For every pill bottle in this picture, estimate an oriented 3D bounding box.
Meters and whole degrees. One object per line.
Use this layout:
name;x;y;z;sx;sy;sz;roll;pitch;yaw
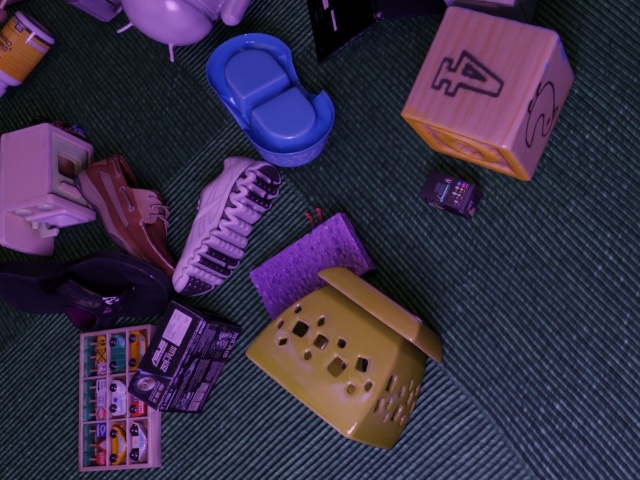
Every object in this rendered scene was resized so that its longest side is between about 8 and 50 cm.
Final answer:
pill bottle;-0.687;-0.412;1.893;0.184;0.103;0.103;-48;64;7

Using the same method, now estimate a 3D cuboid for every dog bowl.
dog bowl;-0.092;-0.257;1.581;0.166;0.074;0.297;-31;65;-12

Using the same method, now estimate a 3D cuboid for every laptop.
laptop;0.107;-0.483;1.606;0.264;0.137;0.234;-28;65;44

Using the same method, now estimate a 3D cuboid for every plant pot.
plant pot;0.057;0.180;1.357;0.228;0.227;0.207;35;87;27

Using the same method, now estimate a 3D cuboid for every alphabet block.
alphabet block;0.274;-0.235;1.374;0.193;0.192;0.197;23;88;29

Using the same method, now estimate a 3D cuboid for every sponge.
sponge;-0.017;0.055;1.501;0.210;0.031;0.117;-34;77;20

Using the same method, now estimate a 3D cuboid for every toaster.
toaster;-0.501;-0.577;1.825;0.129;0.146;0.227;-41;66;9

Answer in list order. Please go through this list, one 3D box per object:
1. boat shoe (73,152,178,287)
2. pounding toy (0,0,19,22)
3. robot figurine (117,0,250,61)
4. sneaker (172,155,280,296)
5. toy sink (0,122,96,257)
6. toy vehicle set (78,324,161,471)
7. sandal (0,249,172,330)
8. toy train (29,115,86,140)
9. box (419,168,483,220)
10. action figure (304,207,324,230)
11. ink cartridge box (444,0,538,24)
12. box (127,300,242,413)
boat shoe;-0.358;-0.052;1.653;0.120;0.122;0.324;-41;67;-2
pounding toy;-0.723;-0.585;1.955;0.181;0.094;0.206;-10;74;22
robot figurine;-0.266;-0.538;1.680;0.300;0.200;0.353;28;90;12
sneaker;-0.192;-0.029;1.588;0.118;0.110;0.292;27;81;35
toy sink;-0.552;-0.098;1.731;0.131;0.153;0.234;-10;73;21
toy vehicle set;-0.384;0.302;1.624;0.166;0.035;0.266;-10;74;22
sandal;-0.469;0.116;1.632;0.446;0.167;0.107;-5;45;31
toy train;-0.568;-0.243;1.844;0.158;0.027;0.036;18;75;27
box;0.220;-0.077;1.430;0.083;0.062;0.052;23;86;26
action figure;0.000;0.000;1.530;0.038;0.030;0.115;-22;72;15
ink cartridge box;0.304;-0.454;1.446;0.127;0.128;0.176;14;83;26
box;-0.240;0.211;1.519;0.078;0.147;0.180;26;90;27
